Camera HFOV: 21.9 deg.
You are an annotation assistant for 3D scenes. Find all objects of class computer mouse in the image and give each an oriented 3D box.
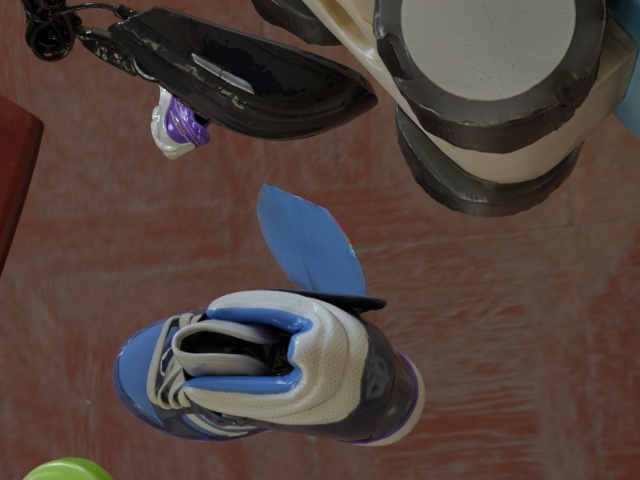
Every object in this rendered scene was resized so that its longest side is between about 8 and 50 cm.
[{"bbox_3d":[-0.097,-0.113,1.153,0.262,0.184,0.060,19,82,-7],"label":"computer mouse"}]

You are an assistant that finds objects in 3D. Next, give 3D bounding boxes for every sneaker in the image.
[{"bbox_3d":[-0.089,0.094,1.395,0.322,0.236,0.130,5,74,30],"label":"sneaker"},{"bbox_3d":[-0.132,-0.155,1.764,0.071,0.068,0.170,-13,49,17],"label":"sneaker"}]

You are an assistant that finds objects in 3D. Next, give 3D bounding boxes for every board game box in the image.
[{"bbox_3d":[0.000,0.000,1.745,0.033,0.168,0.133,-35,127,-28],"label":"board game box"}]

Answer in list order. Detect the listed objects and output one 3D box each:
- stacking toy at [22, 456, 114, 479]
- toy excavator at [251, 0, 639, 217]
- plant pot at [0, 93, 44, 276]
[{"bbox_3d":[-0.275,0.377,1.635,0.309,0.130,0.279,-46,69,13],"label":"stacking toy"},{"bbox_3d":[0.217,-0.189,0.851,0.445,0.222,0.433,-41,78,-2],"label":"toy excavator"},{"bbox_3d":[-0.363,-0.031,1.333,0.267,0.267,0.236,32,78,-10],"label":"plant pot"}]
